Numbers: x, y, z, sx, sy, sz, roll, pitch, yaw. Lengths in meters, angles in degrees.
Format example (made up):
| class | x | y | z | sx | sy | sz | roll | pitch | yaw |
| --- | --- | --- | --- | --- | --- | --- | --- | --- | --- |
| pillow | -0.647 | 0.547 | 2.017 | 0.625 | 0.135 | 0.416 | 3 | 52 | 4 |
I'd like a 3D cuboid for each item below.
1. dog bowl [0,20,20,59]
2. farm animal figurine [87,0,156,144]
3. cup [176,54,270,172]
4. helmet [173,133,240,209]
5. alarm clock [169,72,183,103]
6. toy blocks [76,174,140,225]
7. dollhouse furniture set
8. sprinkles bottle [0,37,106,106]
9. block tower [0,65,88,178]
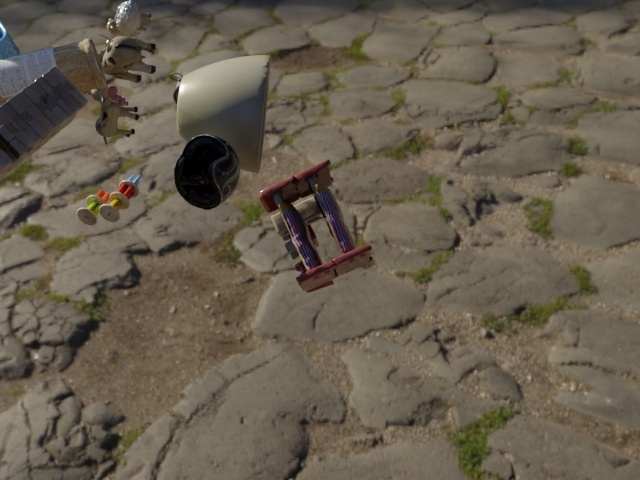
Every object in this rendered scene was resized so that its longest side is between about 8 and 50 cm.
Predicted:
| class | x | y | z | sx | sy | sz | roll | pitch | yaw |
| --- | --- | --- | --- | --- | --- | --- | --- | --- | --- |
| dog bowl | -0.998 | -0.598 | 1.947 | 0.166 | 0.074 | 0.297 | -26 | 54 | -24 |
| farm animal figurine | -0.618 | -0.498 | 1.967 | 0.172 | 0.327 | 0.330 | 3 | 66 | -40 |
| cup | -0.272 | -0.367 | 1.871 | 0.237 | 0.331 | 0.331 | 7 | 36 | -5 |
| helmet | -0.282 | -0.179 | 1.691 | 0.170 | 0.169 | 0.161 | 6 | 48 | 13 |
| alarm clock | -0.394 | -0.459 | 2.041 | 0.129 | 0.192 | 0.064 | -3 | 66 | 27 |
| toy blocks | -0.511 | -0.106 | 1.630 | 0.123 | 0.054 | 0.148 | -6 | 38 | 24 |
| dollhouse furniture set | 0.000 | 0.000 | 1.406 | 0.152 | 0.374 | 0.201 | -25 | 77 | -2 |
| sprinkles bottle | -0.685 | -0.366 | 1.528 | 0.356 | 0.121 | 0.121 | -17 | 38 | -10 |
| block tower | -0.583 | -0.176 | 1.208 | 0.335 | 0.091 | 0.097 | -50 | 16 | -29 |
